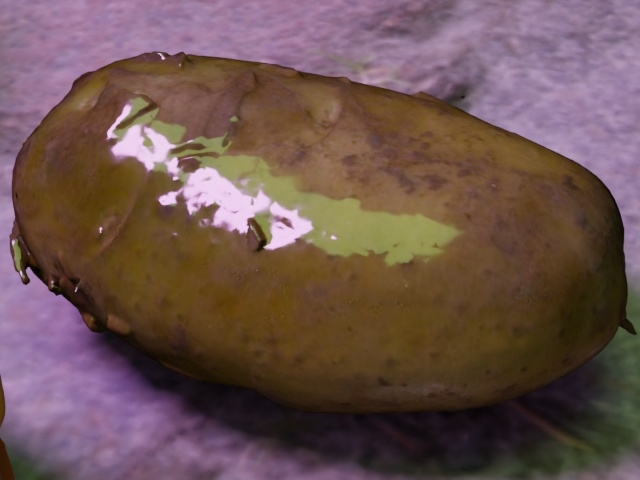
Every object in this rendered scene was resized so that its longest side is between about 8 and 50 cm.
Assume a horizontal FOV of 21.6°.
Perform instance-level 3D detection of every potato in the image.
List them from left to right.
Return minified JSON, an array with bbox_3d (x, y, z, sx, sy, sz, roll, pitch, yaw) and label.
[{"bbox_3d":[0.000,0.000,0.648,0.251,0.113,0.149,16,38,6],"label":"potato"}]

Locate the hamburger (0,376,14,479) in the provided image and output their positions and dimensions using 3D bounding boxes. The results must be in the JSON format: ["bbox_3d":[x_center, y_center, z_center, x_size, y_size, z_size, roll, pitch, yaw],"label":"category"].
[{"bbox_3d":[-0.181,0.075,0.567,0.162,0.115,0.162,1,42,-1],"label":"hamburger"}]
